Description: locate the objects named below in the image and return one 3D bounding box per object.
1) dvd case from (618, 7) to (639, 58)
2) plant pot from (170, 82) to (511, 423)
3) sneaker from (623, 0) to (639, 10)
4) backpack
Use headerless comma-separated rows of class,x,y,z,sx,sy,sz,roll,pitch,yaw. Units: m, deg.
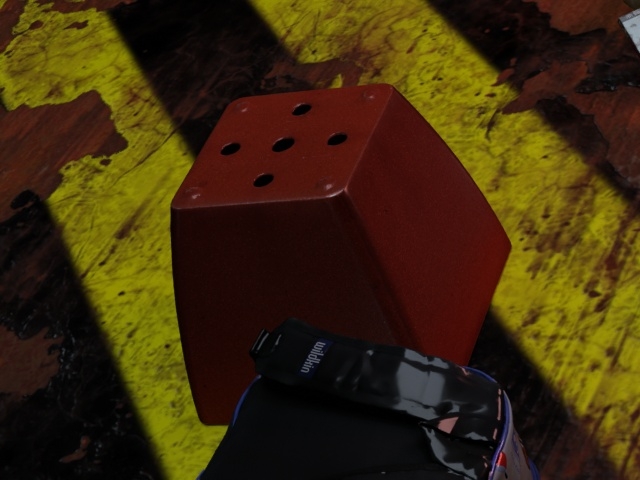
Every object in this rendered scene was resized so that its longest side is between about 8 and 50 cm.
dvd case,0.386,-0.208,2.040,0.087,0.013,0.119,-24,65,-3
plant pot,0.000,0.000,1.821,0.267,0.235,0.267,-4,38,26
sneaker,0.514,-0.319,2.063,0.366,0.137,0.210,-19,31,-2
backpack,0.042,0.216,1.522,0.263,0.213,0.276,-9,41,33
